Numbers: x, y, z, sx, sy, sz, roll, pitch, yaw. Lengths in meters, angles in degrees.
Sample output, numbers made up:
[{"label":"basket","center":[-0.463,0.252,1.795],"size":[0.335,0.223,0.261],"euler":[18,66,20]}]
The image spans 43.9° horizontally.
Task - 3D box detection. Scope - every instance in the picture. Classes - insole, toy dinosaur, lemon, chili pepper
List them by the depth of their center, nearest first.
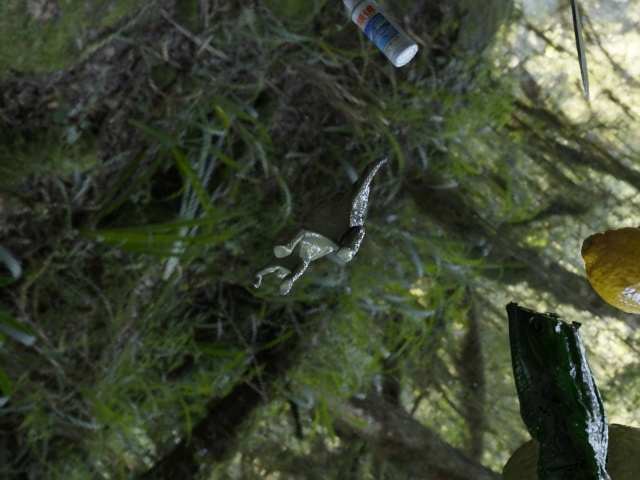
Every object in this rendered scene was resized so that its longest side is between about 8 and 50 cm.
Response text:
[{"label":"chili pepper","center":[0.205,0.141,0.680],"size":[0.061,0.098,0.224],"euler":[-43,-150,32]},{"label":"insole","center":[0.313,-0.261,0.968],"size":[0.006,0.193,0.065],"euler":[-10,163,24]},{"label":"toy dinosaur","center":[-0.006,-0.005,1.102],"size":[0.294,0.077,0.162],"euler":[-30,-165,46]},{"label":"lemon","center":[0.521,0.046,1.328],"size":[0.142,0.187,0.142],"euler":[-63,-175,10]}]

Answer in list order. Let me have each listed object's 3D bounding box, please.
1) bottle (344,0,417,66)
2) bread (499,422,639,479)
[{"label":"bottle","center":[0.102,-0.434,1.558],"size":[0.060,0.217,0.060],"euler":[-35,163,-12]},{"label":"bread","center":[0.392,0.412,1.092],"size":[0.320,0.321,0.237],"euler":[-50,-167,18]}]
